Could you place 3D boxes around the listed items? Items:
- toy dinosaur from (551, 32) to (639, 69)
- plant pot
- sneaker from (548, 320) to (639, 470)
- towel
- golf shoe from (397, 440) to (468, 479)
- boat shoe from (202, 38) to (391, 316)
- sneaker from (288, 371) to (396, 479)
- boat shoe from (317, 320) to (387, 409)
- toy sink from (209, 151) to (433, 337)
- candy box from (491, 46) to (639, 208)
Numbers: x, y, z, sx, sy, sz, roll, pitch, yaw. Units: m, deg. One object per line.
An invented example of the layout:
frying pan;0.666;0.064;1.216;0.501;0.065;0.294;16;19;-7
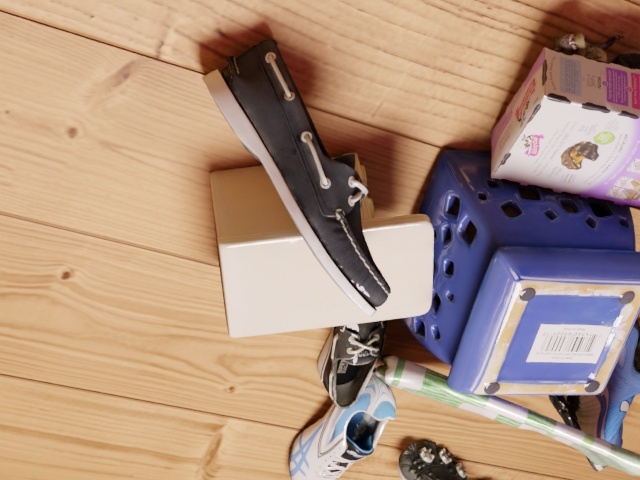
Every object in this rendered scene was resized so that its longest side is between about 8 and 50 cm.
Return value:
toy dinosaur;0.348;-0.170;1.641;0.118;0.064;0.268;-18;139;22
plant pot;0.242;0.051;1.700;0.235;0.212;0.236;3;125;-20
sneaker;0.391;0.197;1.964;0.147;0.130;0.330;-26;147;-4
towel;0.224;0.214;1.798;0.324;0.248;0.038;22;86;1
golf shoe;0.176;0.383;2.108;0.120;0.105;0.273;-29;135;22
boat shoe;-0.005;-0.066;1.496;0.091;0.114;0.303;-33;92;1
sneaker;0.026;0.275;1.963;0.085;0.086;0.237;9;131;-27
boat shoe;0.050;0.121;1.827;0.077;0.070;0.219;-2;134;-16
toy sink;0.000;0.000;1.649;0.234;0.131;0.153;-7;136;-4
candy box;0.305;-0.118;1.609;0.196;0.070;0.165;12;148;-11
